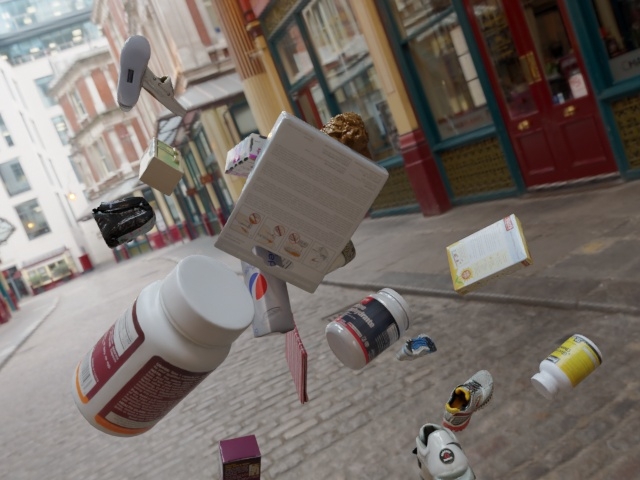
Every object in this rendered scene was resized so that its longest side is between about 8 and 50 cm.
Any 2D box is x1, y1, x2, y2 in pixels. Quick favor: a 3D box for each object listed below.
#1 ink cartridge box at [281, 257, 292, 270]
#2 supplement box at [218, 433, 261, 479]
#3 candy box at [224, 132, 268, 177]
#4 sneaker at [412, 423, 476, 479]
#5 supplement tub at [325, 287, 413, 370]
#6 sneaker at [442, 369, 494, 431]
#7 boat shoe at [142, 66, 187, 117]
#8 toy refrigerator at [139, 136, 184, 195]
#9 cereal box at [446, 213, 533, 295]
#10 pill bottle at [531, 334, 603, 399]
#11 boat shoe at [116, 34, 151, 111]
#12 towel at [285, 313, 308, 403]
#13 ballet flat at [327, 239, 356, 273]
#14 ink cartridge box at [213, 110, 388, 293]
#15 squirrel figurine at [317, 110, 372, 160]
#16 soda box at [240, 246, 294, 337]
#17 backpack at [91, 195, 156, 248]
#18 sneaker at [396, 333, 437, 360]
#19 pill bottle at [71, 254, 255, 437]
[{"bbox_3d":[-0.168,0.066,2.200,0.197,0.114,0.273,-44,-15,-32],"label":"ink cartridge box"},{"bbox_3d":[-0.221,0.633,1.548,0.104,0.188,0.081,-5,28,-18],"label":"supplement box"},{"bbox_3d":[-0.158,-0.222,1.583,0.159,0.071,0.233,10,-9,-23],"label":"candy box"},{"bbox_3d":[0.292,0.521,1.387,0.122,0.146,0.330,-17,-22,-7],"label":"sneaker"},{"bbox_3d":[0.171,0.307,1.987,0.272,0.191,0.191,-32,10,-25],"label":"supplement tub"},{"bbox_3d":[0.441,0.458,1.669,0.088,0.093,0.225,19,43,38],"label":"sneaker"},{"bbox_3d":[-0.579,-0.561,2.082,0.096,0.277,0.098,-48,46,2],"label":"boat shoe"},{"bbox_3d":[-0.491,-0.237,1.761,0.094,0.102,0.269,-55,24,9],"label":"toy refrigerator"},{"bbox_3d":[0.504,0.045,1.714,0.240,0.047,0.173,-29,42,31],"label":"cereal box"},{"bbox_3d":[0.673,0.351,1.559,0.184,0.103,0.103,-36,9,-11],"label":"pill bottle"},{"bbox_3d":[-0.620,-0.544,1.854,0.095,0.258,0.084,17,-17,-22],"label":"boat shoe"},{"bbox_3d":[-0.079,0.380,1.888,0.031,0.199,0.275,-5,24,-13],"label":"towel"},{"bbox_3d":[0.000,0.000,1.837,0.164,0.182,0.483,2,-31,17],"label":"ballet flat"},{"bbox_3d":[-0.054,-0.090,1.471,0.385,0.308,0.091,-58,17,16],"label":"ink cartridge box"},{"bbox_3d":[-0.001,-0.328,2.205,0.370,0.281,0.397,-21,-11,-6],"label":"squirrel figurine"},{"bbox_3d":[-0.165,0.145,1.724,0.098,0.286,0.091,1,-19,-41],"label":"soda box"},{"bbox_3d":[-0.635,-0.068,1.866,0.182,0.152,0.115,-26,-8,-16],"label":"backpack"},{"bbox_3d":[0.323,0.373,1.939,0.190,0.071,0.083,4,-43,-47],"label":"sneaker"},{"bbox_3d":[-0.330,0.222,1.198,0.392,0.224,0.224,-44,-4,24],"label":"pill bottle"}]
